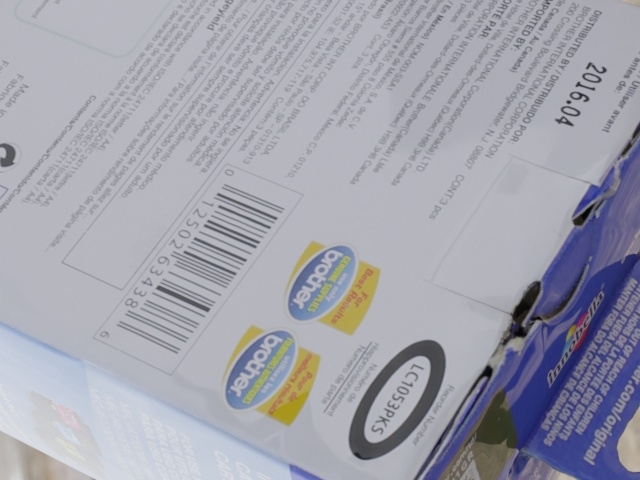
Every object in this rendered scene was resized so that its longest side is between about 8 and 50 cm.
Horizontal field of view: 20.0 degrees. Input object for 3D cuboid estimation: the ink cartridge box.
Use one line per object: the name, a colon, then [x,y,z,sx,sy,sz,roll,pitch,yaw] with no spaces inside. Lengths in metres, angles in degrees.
ink cartridge box: [0.000,0.000,0.829,0.395,0.270,0.151,22,153,27]
